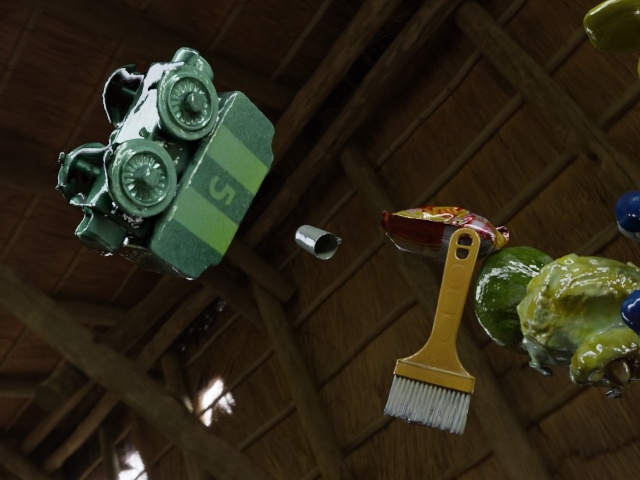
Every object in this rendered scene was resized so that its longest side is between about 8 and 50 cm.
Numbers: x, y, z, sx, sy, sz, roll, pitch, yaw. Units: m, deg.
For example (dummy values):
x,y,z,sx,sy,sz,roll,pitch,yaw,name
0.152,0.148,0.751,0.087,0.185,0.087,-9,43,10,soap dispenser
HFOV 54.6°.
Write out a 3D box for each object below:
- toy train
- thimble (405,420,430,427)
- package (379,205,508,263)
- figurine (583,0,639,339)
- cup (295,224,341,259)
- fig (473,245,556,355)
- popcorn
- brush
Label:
x,y,z,sx,sy,sz,roll,pitch,yaw,name
-0.196,-0.097,0.832,0.166,0.299,0.238,8,-24,43,toy train
0.181,0.262,1.031,0.066,0.095,0.104,14,-28,-5,thimble
0.240,-0.007,1.209,0.223,0.288,0.109,9,-92,21,package
0.347,-0.028,0.610,0.204,0.338,0.283,7,-21,27,figurine
-0.003,-0.004,1.241,0.083,0.075,0.055,26,-36,54,cup
0.402,0.102,1.095,0.235,0.203,0.203,-8,-69,45,fig
0.338,0.110,0.769,0.197,0.212,0.198,4,-60,7,popcorn
0.165,0.107,0.812,0.103,0.013,0.272,10,-109,20,brush
